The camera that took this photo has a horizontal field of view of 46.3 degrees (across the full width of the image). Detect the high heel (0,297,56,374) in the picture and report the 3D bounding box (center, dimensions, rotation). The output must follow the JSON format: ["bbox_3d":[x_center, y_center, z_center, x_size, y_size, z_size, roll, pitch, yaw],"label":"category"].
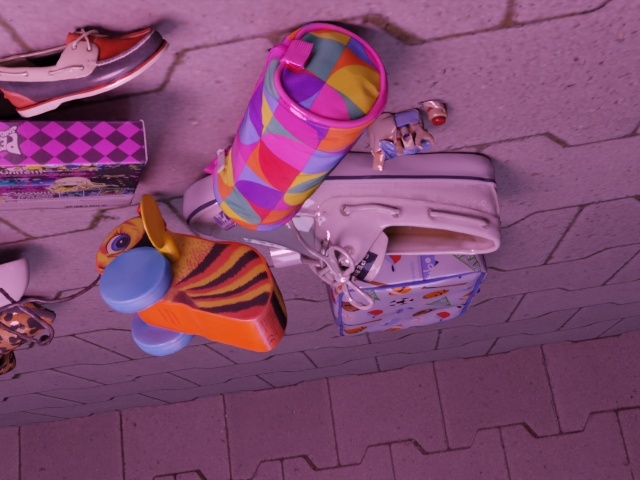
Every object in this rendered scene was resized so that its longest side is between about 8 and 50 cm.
[{"bbox_3d":[-0.492,0.168,1.221,0.186,0.093,0.261,-2,153,1],"label":"high heel"}]

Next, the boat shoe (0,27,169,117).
[{"bbox_3d":[-0.175,-0.129,0.542,0.137,0.049,0.043,-14,122,20],"label":"boat shoe"}]

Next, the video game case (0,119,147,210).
[{"bbox_3d":[-0.275,-0.059,0.644,0.232,0.041,0.210,-3,175,-17],"label":"video game case"}]

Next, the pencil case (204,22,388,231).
[{"bbox_3d":[-0.030,-0.087,0.649,0.104,0.104,0.236,0,160,-23],"label":"pencil case"}]

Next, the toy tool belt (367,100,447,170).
[{"bbox_3d":[0.088,-0.099,0.735,0.083,0.051,0.052,-13,162,14],"label":"toy tool belt"}]

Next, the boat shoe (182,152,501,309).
[{"bbox_3d":[0.035,-0.002,0.838,0.367,0.156,0.136,-3,161,-17],"label":"boat shoe"}]

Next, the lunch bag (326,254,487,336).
[{"bbox_3d":[0.132,0.060,1.152,0.243,0.114,0.303,-10,161,-2],"label":"lunch bag"}]

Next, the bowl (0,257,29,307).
[{"bbox_3d":[-0.431,0.068,0.922,0.142,0.053,0.142,-18,-175,-32],"label":"bowl"}]

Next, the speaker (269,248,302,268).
[{"bbox_3d":[0.000,0.000,0.995,0.136,0.055,0.055,-10,162,8],"label":"speaker"}]

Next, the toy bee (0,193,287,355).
[{"bbox_3d":[-0.169,0.021,0.762,0.298,0.162,0.195,14,143,3],"label":"toy bee"}]
